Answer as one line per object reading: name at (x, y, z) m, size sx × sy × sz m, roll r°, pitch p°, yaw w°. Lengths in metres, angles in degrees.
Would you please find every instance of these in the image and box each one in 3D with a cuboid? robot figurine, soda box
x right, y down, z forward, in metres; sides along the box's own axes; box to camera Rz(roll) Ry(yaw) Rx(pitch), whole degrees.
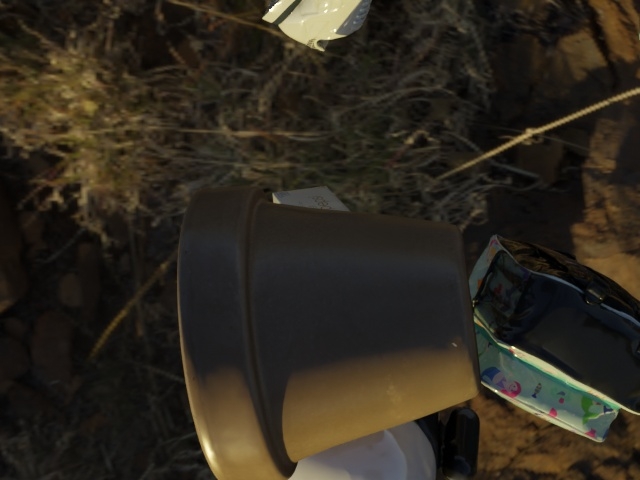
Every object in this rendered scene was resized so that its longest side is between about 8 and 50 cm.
robot figurine at (0.041, 0.196, 1.327) m, size 0.209 × 0.278 × 0.173 m, roll -29°, pitch 110°, yaw 19°
soda box at (0.000, 0.000, 1.420) m, size 0.069 × 0.216 × 0.074 m, roll -8°, pitch 107°, yaw -10°

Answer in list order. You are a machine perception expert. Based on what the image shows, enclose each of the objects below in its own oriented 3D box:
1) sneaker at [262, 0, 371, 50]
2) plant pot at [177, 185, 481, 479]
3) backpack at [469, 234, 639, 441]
sneaker at (0.029, -0.295, 1.452) m, size 0.095 × 0.090 × 0.235 m, roll 38°, pitch 151°, yaw -18°
plant pot at (0.018, 0.071, 1.093) m, size 0.229 × 0.263 × 0.263 m, roll -8°, pitch 90°, yaw 7°
backpack at (0.272, 0.103, 1.476) m, size 0.225 × 0.253 × 0.191 m, roll 27°, pitch 103°, yaw -17°
